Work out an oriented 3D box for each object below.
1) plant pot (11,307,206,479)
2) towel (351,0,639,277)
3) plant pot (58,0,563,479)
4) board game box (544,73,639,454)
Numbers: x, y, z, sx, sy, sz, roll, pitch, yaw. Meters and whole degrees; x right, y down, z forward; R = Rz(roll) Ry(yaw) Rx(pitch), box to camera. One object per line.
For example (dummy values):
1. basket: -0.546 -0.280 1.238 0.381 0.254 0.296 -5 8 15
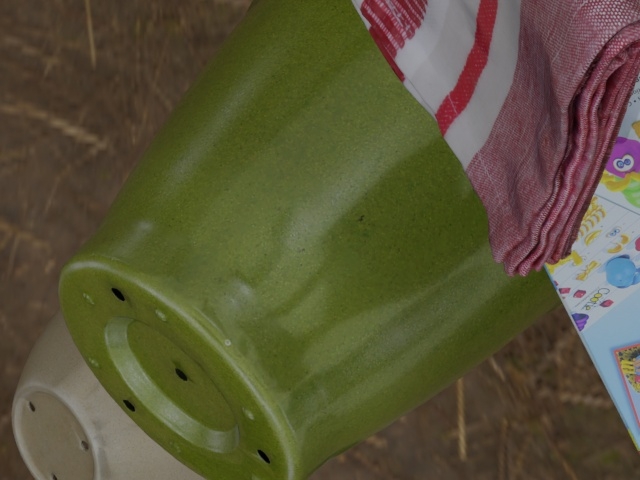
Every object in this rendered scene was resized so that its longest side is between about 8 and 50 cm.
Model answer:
1. plant pot: -0.198 0.171 1.995 0.191 0.284 0.284 -27 120 -42
2. towel: 0.034 -0.161 0.893 0.037 0.237 0.329 -25 69 -13
3. plant pot: 0.000 0.000 1.511 0.353 0.366 0.366 -45 113 -27
4. board game box: 0.216 -0.004 1.187 0.144 0.142 0.275 -26 95 17
